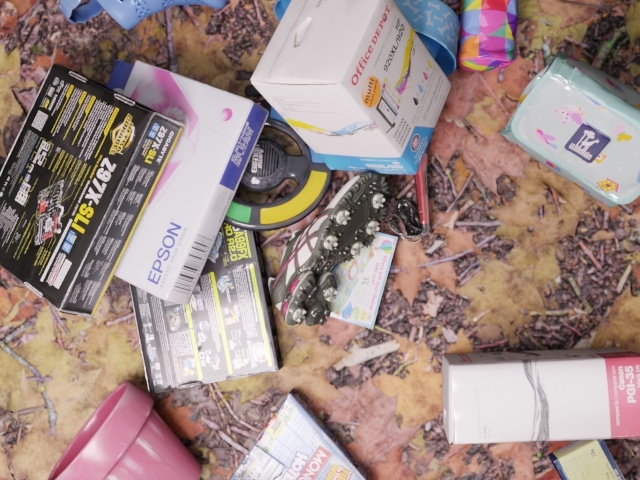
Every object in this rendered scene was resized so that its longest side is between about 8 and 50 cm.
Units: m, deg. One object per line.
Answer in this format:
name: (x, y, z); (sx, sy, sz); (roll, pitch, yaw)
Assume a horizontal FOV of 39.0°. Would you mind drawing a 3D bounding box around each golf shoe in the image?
golf shoe: (0.000, 0.000, 1.402); (0.120, 0.105, 0.273); (43, 107, 44)

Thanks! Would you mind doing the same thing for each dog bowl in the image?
dog bowl: (0.078, -0.345, 1.409); (0.297, 0.166, 0.074); (18, 79, 5)

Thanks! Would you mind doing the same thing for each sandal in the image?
sandal: (-0.300, -0.404, 1.465); (0.317, 0.126, 0.138); (12, 93, 13)

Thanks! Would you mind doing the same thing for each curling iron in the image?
curling iron: (0.144, -0.132, 1.448); (0.068, 0.035, 0.274); (1, 92, 6)

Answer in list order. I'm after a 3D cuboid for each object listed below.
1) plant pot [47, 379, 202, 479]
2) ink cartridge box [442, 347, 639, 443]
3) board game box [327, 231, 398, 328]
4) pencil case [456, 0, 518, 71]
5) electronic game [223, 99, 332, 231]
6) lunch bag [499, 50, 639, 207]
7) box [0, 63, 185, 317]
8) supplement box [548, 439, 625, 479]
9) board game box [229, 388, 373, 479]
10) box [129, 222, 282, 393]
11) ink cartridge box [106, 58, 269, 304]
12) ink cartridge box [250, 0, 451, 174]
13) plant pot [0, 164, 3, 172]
plant pot: (-0.294, 0.351, 1.409); (0.180, 0.201, 0.201); (41, 92, -10)
ink cartridge box: (0.325, 0.227, 1.343); (0.283, 0.207, 0.117); (-3, 87, 4)
board game box: (0.056, 0.055, 1.461); (0.103, 0.026, 0.154); (16, 90, 5)
pencil case: (0.270, -0.386, 1.423); (0.104, 0.104, 0.236); (6, 90, 5)
electronic game: (-0.095, -0.121, 1.436); (0.229, 0.048, 0.229); (1, 68, -3)
lunch bag: (0.397, -0.166, 1.322); (0.223, 0.262, 0.160); (35, 91, 4)
box: (-0.378, -0.082, 1.376); (0.257, 0.079, 0.322); (27, 93, 32)
supplement box: (0.415, 0.356, 1.407); (0.083, 0.056, 0.083); (-28, 86, 4)
board game box: (-0.023, 0.373, 1.442); (0.194, 0.060, 0.194); (34, 91, 6)
box: (-0.192, 0.096, 1.464); (0.216, 0.060, 0.270); (-12, 88, 4)
ink cartridge box: (-0.281, -0.108, 1.413); (0.330, 0.071, 0.324); (22, 89, 27)
ink cartridge box: (0.050, -0.231, 1.324); (0.168, 0.232, 0.171); (9, 67, 39)
plant pot: (-0.616, -0.076, 1.417); (0.166, 0.234, 0.165); (32, 91, 6)
